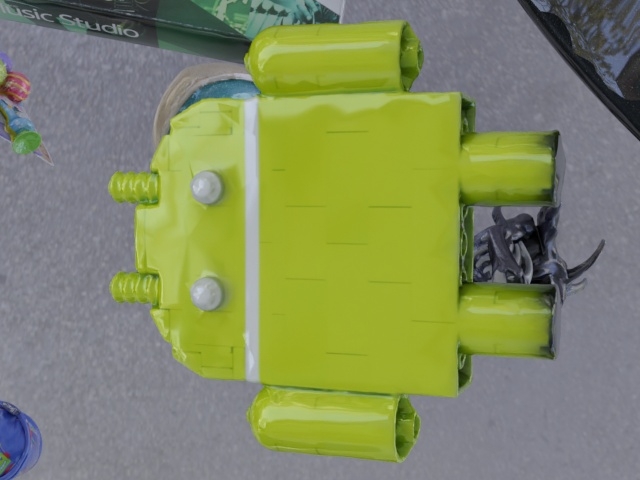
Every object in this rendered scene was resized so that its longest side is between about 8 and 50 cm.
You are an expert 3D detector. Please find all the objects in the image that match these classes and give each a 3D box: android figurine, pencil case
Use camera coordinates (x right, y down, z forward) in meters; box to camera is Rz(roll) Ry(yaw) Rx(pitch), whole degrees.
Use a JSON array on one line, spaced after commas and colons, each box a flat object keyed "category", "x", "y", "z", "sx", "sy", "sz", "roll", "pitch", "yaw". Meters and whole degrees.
[{"category": "android figurine", "x": 0.000, "y": 0.000, "z": 0.568, "sx": 0.272, "sy": 0.056, "sz": 0.248, "roll": 3, "pitch": 94, "yaw": 19}, {"category": "pencil case", "x": -0.515, "y": 0.321, "z": 1.568, "sx": 0.119, "sy": 0.306, "sz": 0.133, "roll": -33, "pitch": 87, "yaw": -17}]

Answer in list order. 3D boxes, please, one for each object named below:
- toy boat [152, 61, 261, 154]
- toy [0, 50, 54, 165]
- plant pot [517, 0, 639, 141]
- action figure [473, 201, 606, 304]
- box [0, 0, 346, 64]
[{"category": "toy boat", "x": -0.077, "y": -0.171, "z": 1.361, "sx": 0.318, "sy": 0.148, "sz": 0.267, "roll": -36, "pitch": 153, "yaw": -3}, {"category": "toy", "x": -0.457, "y": -0.223, "z": 1.419, "sx": 0.056, "sy": 0.237, "sz": 0.137, "roll": -37, "pitch": 152, "yaw": 10}, {"category": "plant pot", "x": 0.250, "y": -0.142, "z": 0.591, "sx": 0.187, "sy": 0.167, "sz": 0.188, "roll": -33, "pitch": 161, "yaw": 37}, {"category": "action figure", "x": 0.106, "y": 0.045, "z": 0.808, "sx": 0.275, "sy": 0.141, "sz": 0.164, "roll": 4, "pitch": 141, "yaw": -7}, {"category": "box", "x": -0.129, "y": -0.260, "z": 0.730, "sx": 0.322, "sy": 0.058, "sz": 0.232, "roll": 9, "pitch": 74, "yaw": -2}]
